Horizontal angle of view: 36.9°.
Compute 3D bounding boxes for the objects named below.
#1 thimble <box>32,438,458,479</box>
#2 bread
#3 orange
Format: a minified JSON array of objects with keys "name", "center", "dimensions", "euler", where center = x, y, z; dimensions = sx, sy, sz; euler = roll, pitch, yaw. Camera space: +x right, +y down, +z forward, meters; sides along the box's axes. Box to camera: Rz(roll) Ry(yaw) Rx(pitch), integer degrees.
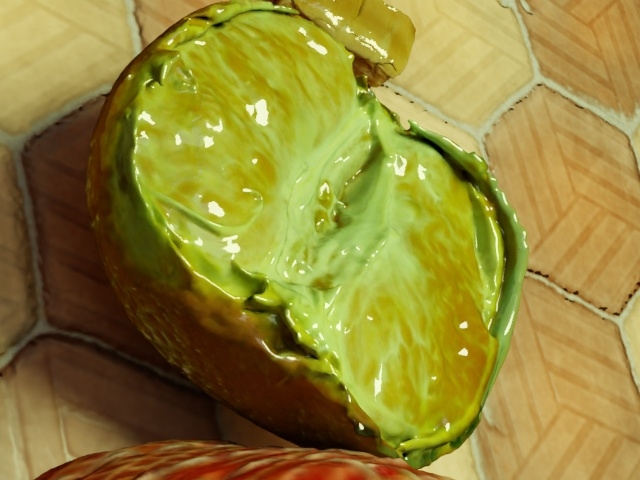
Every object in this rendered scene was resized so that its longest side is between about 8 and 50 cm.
[{"name":"thimble","center":[-0.041,0.270,0.491],"dimensions":[0.350,0.231,0.349],"euler":[7,78,-34]},{"name":"bread","center":[0.021,-0.195,0.853],"dimensions":[0.132,0.053,0.074],"euler":[34,56,-14]},{"name":"orange","center":[-0.006,0.002,0.666],"dimensions":[0.335,0.196,0.262],"euler":[34,64,-12]}]
